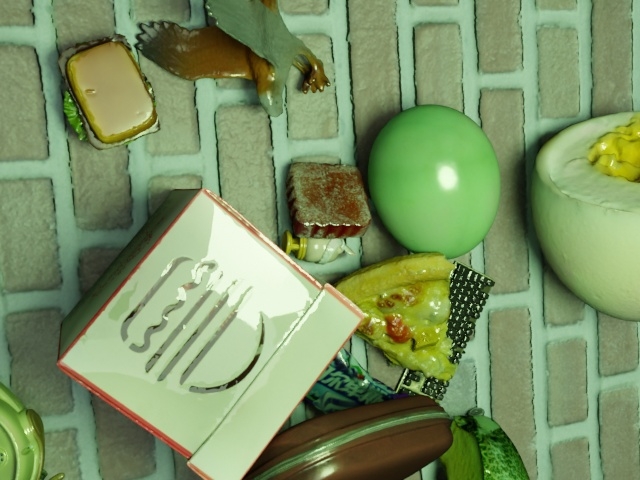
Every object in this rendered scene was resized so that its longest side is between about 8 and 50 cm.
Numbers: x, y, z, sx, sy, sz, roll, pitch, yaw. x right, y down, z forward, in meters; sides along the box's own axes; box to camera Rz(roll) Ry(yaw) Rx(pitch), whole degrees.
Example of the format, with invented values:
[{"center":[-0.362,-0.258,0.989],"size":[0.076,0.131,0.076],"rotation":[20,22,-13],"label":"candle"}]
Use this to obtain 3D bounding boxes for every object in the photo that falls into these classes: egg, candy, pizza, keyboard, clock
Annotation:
[{"center":[0.194,-0.097,1.281],"size":[0.220,0.220,0.269],"rotation":[-29,113,-14],"label":"egg"},{"center":[0.038,0.258,1.342],"size":[0.145,0.070,0.275],"rotation":[-45,108,3],"label":"candy"},{"center":[0.159,0.151,1.306],"size":[0.280,0.075,0.287],"rotation":[-29,113,28],"label":"pizza"},{"center":[0.566,-0.013,1.366],"size":[0.354,0.354,0.339],"rotation":[-24,125,-15],"label":"egg"},{"center":[0.233,0.200,1.424],"size":[0.106,0.027,0.317],"rotation":[26,86,-18],"label":"keyboard"},{"center":[-0.525,0.328,1.117],"size":[0.308,0.096,0.235],"rotation":[38,81,-5],"label":"clock"}]

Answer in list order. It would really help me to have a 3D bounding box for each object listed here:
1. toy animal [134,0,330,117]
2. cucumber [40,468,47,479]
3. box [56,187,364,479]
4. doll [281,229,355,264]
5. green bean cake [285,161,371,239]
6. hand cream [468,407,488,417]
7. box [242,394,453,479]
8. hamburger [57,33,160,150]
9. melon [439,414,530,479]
[{"center":[-0.103,-0.364,1.234],"size":[0.302,0.225,0.284],"rotation":[35,63,-31],"label":"toy animal"},{"center":[-0.483,0.400,1.191],"size":[0.048,0.048,0.105],"rotation":[39,83,-18],"label":"cucumber"},{"center":[-0.179,0.124,1.130],"size":[0.300,0.312,0.314],"rotation":[41,81,-16],"label":"box"},{"center":[0.000,0.000,1.305],"size":[0.127,0.073,0.084],"rotation":[5,82,-15],"label":"doll"},{"center":[0.011,-0.066,1.280],"size":[0.136,0.056,0.135],"rotation":[1,59,-16],"label":"green bean cake"},{"center":[0.327,0.416,1.468],"size":[0.067,0.042,0.194],"rotation":[-24,106,-19],"label":"hand cream"},{"center":[0.035,0.342,1.179],"size":[0.404,0.263,0.108],"rotation":[4,52,-49],"label":"box"},{"center":[-0.330,-0.226,1.164],"size":[0.137,0.087,0.166],"rotation":[-22,100,-15],"label":"hamburger"},{"center":[0.290,0.508,1.367],"size":[0.331,0.226,0.343],"rotation":[-5,112,-53],"label":"melon"}]
